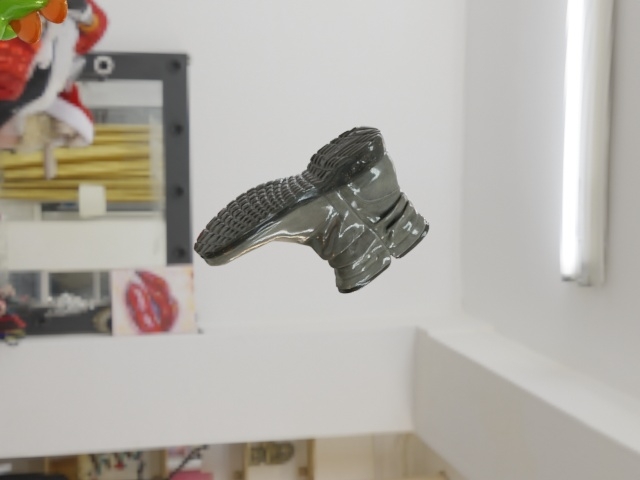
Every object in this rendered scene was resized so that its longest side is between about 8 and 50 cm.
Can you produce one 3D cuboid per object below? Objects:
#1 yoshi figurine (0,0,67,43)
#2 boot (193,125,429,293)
[{"bbox_3d":[-0.302,-0.356,0.933,0.362,0.203,0.203,-54,-133,34],"label":"yoshi figurine"},{"bbox_3d":[0.000,0.000,1.086,0.161,0.246,0.083,63,-10,-27],"label":"boot"}]
